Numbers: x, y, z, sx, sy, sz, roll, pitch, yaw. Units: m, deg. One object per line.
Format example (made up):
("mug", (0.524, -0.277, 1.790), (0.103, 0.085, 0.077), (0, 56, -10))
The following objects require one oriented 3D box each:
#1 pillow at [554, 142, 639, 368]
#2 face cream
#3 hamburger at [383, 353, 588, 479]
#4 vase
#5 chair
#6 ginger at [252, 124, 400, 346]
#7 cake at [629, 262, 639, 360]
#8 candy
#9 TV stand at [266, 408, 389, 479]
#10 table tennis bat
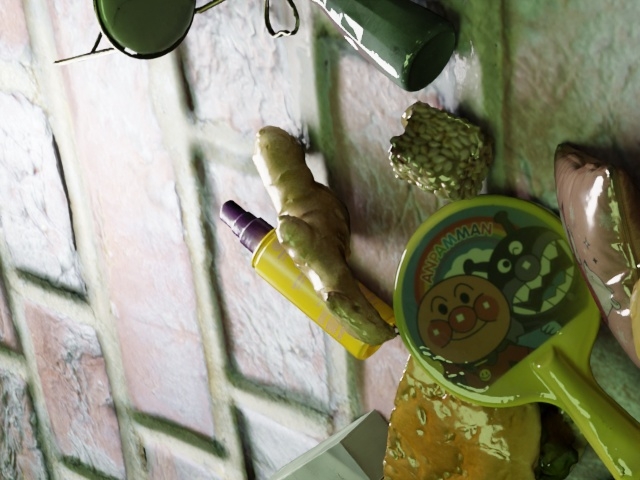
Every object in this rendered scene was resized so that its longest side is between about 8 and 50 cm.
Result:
("pillow", (0.298, 0.018, 1.332), (0.084, 0.223, 0.236), (-21, 103, 4))
("face cream", (-0.025, 0.040, 1.726), (0.273, 0.078, 0.078), (39, 138, 17))
("hamburger", (0.204, 0.226, 1.572), (0.209, 0.162, 0.329), (26, 128, 32))
("vase", (0.042, -0.250, 1.462), (0.214, 0.086, 0.086), (39, 138, 24))
("chair", (-0.199, -0.294, 1.609), (0.326, 0.170, 0.159), (9, 121, 47))
("ginger", (0.000, 0.000, 1.597), (0.148, 0.081, 0.333), (53, -168, -45))
("cake", (0.429, -0.011, 1.065), (0.332, 0.332, 0.321), (30, 138, 26))
("candy", (0.128, -0.094, 1.471), (0.110, 0.095, 0.085), (22, 169, 20))
("TV stand", (0.008, 0.331, 1.891), (0.082, 0.088, 0.269), (52, 141, 3))
("table tennis bat", (0.231, 0.114, 1.453), (0.224, 0.054, 0.368), (-41, 76, 10))
